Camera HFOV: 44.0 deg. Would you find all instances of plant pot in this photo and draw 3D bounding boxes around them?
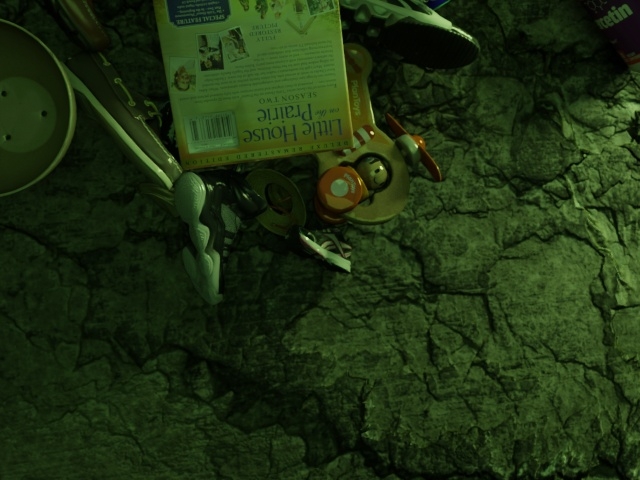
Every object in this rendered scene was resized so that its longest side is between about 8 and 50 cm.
[{"bbox_3d":[-0.538,-0.217,1.332,0.284,0.191,0.284,0,95,-3],"label":"plant pot"}]

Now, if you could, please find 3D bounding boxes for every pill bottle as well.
[{"bbox_3d":[0.603,-0.501,1.548,0.181,0.181,0.323,-42,98,-7],"label":"pill bottle"}]

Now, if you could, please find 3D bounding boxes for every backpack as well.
[{"bbox_3d":[-0.254,-0.197,1.446,0.105,0.084,0.114,8,97,-8],"label":"backpack"}]

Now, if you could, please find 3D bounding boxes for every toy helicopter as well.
[{"bbox_3d":[0.092,-0.204,1.493,0.235,0.140,0.355,-6,80,-4],"label":"toy helicopter"}]

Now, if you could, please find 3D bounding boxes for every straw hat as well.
[{"bbox_3d":[-0.072,-0.084,1.492,0.144,0.144,0.061,51,45,-8],"label":"straw hat"}]

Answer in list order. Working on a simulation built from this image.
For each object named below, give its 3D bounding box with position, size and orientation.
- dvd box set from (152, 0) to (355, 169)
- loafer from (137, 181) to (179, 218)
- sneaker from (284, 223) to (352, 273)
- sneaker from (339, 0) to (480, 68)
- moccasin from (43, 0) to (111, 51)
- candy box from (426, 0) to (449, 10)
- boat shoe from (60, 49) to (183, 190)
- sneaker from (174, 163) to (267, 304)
[{"bbox_3d":[-0.115,-0.343,1.327,0.307,0.062,0.420,-8,107,-1],"label":"dvd box set"},{"bbox_3d":[-0.270,-0.068,1.462,0.148,0.056,0.050,20,82,-10],"label":"loafer"},{"bbox_3d":[0.000,0.000,1.486,0.178,0.072,0.077,34,66,-53],"label":"sneaker"},{"bbox_3d":[0.153,-0.433,1.491,0.330,0.122,0.146,18,64,-10],"label":"sneaker"},{"bbox_3d":[-0.441,-0.508,1.377,0.147,0.139,0.380,-21,78,-14],"label":"moccasin"},{"bbox_3d":[0.303,-0.586,1.446,0.122,0.268,0.317,43,84,-12],"label":"candy box"},{"bbox_3d":[-0.337,-0.220,1.374,0.096,0.116,0.324,-39,68,-15],"label":"boat shoe"},{"bbox_3d":[-0.170,-0.015,1.442,0.153,0.101,0.269,-23,125,-29],"label":"sneaker"}]
